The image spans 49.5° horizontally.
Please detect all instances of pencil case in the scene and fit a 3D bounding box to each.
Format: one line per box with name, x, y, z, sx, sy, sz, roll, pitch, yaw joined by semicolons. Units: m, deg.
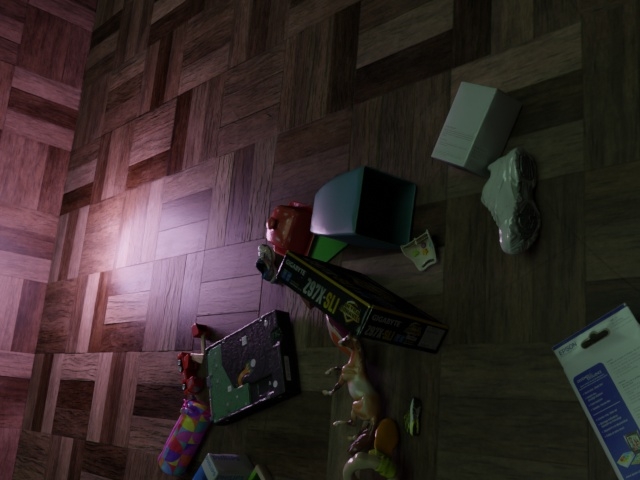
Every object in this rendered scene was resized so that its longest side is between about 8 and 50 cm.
pencil case;-0.408;0.587;2.081;0.104;0.104;0.236;35;104;48

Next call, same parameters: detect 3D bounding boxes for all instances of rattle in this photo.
rattle;0.107;0.516;1.557;0.143;0.130;0.200;-99;13;-51

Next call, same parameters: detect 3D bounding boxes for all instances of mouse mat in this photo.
mouse mat;0.000;0.000;1.895;0.189;0.007;0.153;-42;49;33

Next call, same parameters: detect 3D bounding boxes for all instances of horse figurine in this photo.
horse figurine;0.080;0.362;1.620;0.174;0.066;0.263;-44;53;39

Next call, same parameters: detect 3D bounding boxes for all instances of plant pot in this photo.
plant pot;0.087;-0.070;1.708;0.234;0.165;0.166;-5;73;54

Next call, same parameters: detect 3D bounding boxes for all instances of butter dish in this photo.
butter dish;-0.097;-0.035;1.920;0.160;0.118;0.160;23;94;50

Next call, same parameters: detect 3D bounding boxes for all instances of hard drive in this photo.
hard drive;-0.198;0.363;1.948;0.339;0.064;0.237;-32;54;37

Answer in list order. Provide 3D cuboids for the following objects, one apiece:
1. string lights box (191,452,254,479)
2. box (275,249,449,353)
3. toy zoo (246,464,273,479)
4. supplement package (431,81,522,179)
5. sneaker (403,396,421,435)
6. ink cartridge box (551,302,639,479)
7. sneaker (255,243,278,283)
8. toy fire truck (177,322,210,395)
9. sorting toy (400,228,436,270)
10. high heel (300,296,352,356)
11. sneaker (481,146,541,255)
string lights box;-0.298;0.701;1.889;0.260;0.133;0.077;-59;42;16
box;0.087;0.136;1.557;0.322;0.257;0.079;31;101;50
toy zoo;-0.186;0.765;1.820;0.293;0.030;0.192;-60;42;16
supplement package;0.341;-0.241;1.517;0.105;0.105;0.179;30;100;50
sneaker;0.197;0.385;1.519;0.035;0.031;0.083;-7;72;47
ink cartridge box;0.535;0.285;1.150;0.165;0.065;0.333;-42;51;32
sneaker;-0.162;0.061;2.016;0.052;0.058;0.135;-45;47;28
toy fire truck;-0.390;0.373;2.173;0.135;0.047;0.192;-42;50;30
sorting toy;0.237;0.028;1.594;0.083;0.044;0.075;-34;61;36
high heel;0.059;0.186;1.737;0.244;0.117;0.082;47;158;33
sneaker;0.386;-0.071;1.436;0.115;0.090;0.232;-22;52;50
